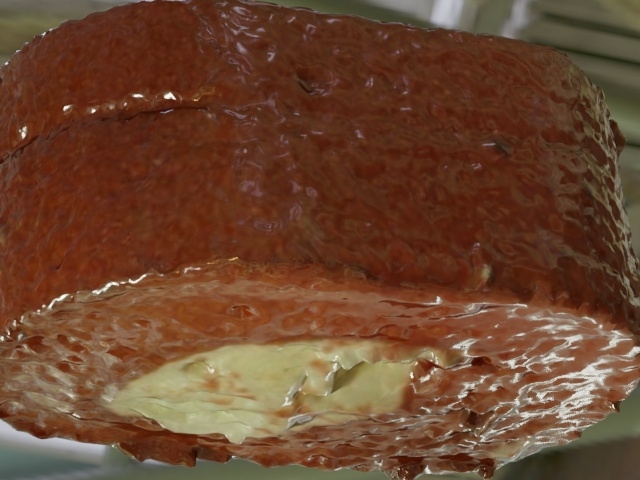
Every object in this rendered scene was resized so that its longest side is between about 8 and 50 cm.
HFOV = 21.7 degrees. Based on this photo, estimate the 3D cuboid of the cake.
[{"bbox_3d":[0.000,0.000,0.668,0.177,0.283,0.151,124,150,-50],"label":"cake"}]
